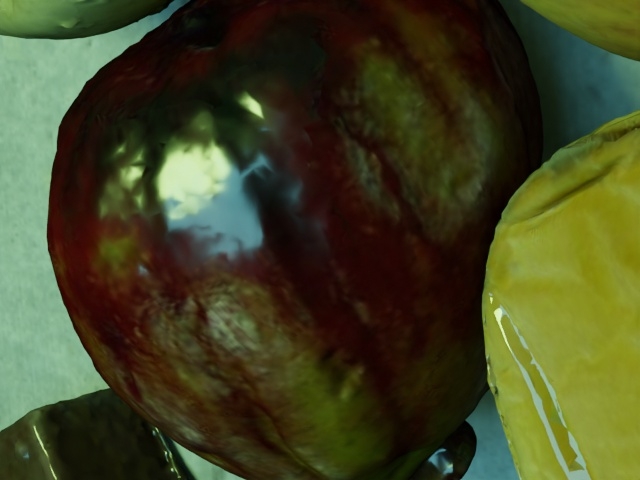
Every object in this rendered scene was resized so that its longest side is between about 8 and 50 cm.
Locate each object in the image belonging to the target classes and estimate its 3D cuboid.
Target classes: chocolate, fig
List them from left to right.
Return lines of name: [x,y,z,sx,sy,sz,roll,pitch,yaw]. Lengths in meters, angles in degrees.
chocolate: [-0.208,0.190,0.901,0.321,0.112,0.112,-30,76,35]
fig: [-0.008,-0.010,0.648,0.224,0.224,0.263,19,114,27]

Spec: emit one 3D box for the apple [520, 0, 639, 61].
apple: [0.118,-0.217,0.492,0.251,0.163,0.293,-19,71,38]

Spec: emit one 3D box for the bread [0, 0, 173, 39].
bread: [-0.129,-0.206,0.694,0.314,0.171,0.192,63,147,25]

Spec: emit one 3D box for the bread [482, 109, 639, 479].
bread: [0.191,0.079,0.544,0.204,0.156,0.288,-37,72,55]
